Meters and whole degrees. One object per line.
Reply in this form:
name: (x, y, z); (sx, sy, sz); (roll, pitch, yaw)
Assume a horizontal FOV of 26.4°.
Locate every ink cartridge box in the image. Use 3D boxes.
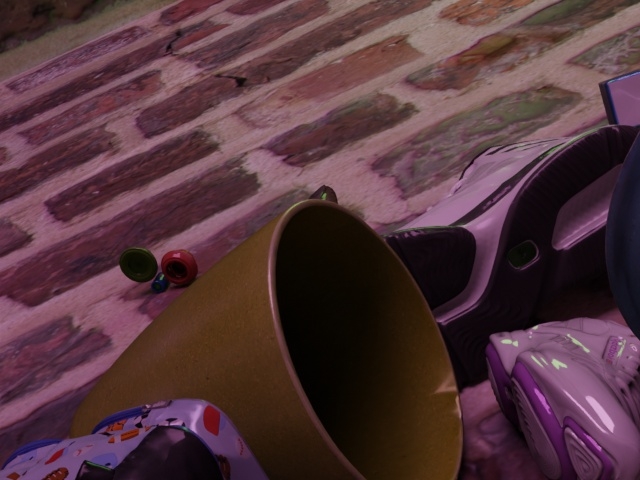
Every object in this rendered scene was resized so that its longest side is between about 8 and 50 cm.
ink cartridge box: (0.388, -0.175, 1.615); (0.104, 0.060, 0.180); (-17, 4, 9)

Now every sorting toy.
sorting toy: (-0.203, 0.030, 1.747); (0.101, 0.061, 0.042); (9, 31, 9)

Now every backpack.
backpack: (-0.153, 0.251, 1.032); (0.263, 0.277, 0.213); (-14, 20, 32)

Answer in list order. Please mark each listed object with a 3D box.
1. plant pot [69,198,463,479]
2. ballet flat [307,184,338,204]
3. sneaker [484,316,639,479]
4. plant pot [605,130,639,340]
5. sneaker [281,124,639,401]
plant pot: (-0.071, 0.146, 1.200); (0.293, 0.275, 0.275); (-26, 20, 28)
ballet flat: (0.000, 0.000, 1.659); (0.084, 0.058, 0.250); (-53, 12, 16)
sneaker: (0.227, 0.116, 1.113); (0.152, 0.114, 0.305); (-16, 12, 0)
plant pot: (0.418, 0.045, 0.923); (0.341, 0.341, 0.334); (-23, 32, -3)
sneaker: (0.138, 0.028, 1.421); (0.447, 0.169, 0.257); (-28, 6, -2)
